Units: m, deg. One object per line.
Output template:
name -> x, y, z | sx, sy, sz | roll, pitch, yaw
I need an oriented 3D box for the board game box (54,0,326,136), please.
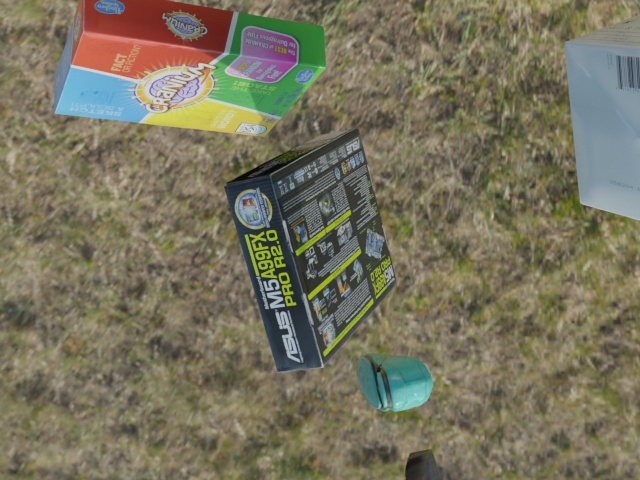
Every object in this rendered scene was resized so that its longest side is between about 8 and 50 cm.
board game box -> -0.184, -0.231, 1.251 | 0.316, 0.064, 0.242 | 4, 162, -23

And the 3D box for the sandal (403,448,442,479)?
sandal -> 0.085, 0.247, 0.810 | 0.054, 0.097, 0.254 | -15, 158, -1

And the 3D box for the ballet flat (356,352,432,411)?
ballet flat -> 0.109, 0.199, 1.295 | 0.087, 0.247, 0.083 | -9, 87, -7

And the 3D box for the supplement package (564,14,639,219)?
supplement package -> 0.439, -0.152, 1.005 | 0.262, 0.199, 0.198 | -23, 114, -24

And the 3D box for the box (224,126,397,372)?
box -> 0.000, 0.000, 1.073 | 0.060, 0.270, 0.216 | -9, 104, 25
